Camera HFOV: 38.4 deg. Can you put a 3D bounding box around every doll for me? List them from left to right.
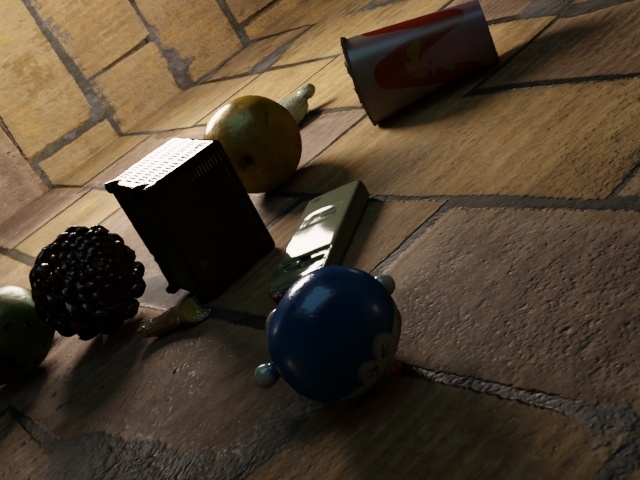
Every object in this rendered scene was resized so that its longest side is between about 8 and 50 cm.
[{"bbox_3d":[-0.088,-0.308,2.275,0.214,0.071,0.103,-49,18,-21],"label":"doll"},{"bbox_3d":[0.009,0.117,1.135,0.215,0.161,0.257,-48,6,-3],"label":"doll"}]

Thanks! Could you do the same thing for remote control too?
[{"bbox_3d":[0.000,0.000,1.534,0.123,0.038,0.285,-22,25,27],"label":"remote control"}]

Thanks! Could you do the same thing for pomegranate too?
[{"bbox_3d":[-0.605,0.181,1.796,0.202,0.202,0.248,-28,-9,11],"label":"pomegranate"}]

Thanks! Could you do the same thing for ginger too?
[{"bbox_3d":[-0.251,0.132,1.578,0.137,0.044,0.058,-23,41,26],"label":"ginger"}]

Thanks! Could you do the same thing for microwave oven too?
[{"bbox_3d":[-0.236,-0.043,1.649,0.178,0.247,0.188,-41,29,-27],"label":"microwave oven"}]

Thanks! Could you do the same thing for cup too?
[{"bbox_3d":[0.207,-0.377,1.883,0.288,0.203,0.203,-20,23,12],"label":"cup"}]

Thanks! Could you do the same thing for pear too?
[{"bbox_3d":[-0.141,-0.193,1.913,0.208,0.209,0.209,-27,22,12],"label":"pear"}]

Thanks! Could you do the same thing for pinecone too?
[{"bbox_3d":[-0.435,0.087,1.723,0.221,0.221,0.221,-27,22,12],"label":"pinecone"}]
